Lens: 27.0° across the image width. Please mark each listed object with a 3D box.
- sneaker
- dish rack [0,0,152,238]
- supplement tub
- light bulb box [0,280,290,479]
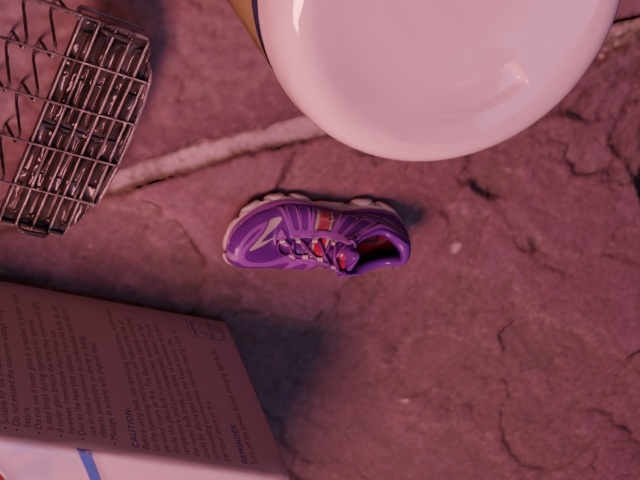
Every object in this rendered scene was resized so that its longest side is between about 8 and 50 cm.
[{"bbox_3d":[0.000,0.000,1.154,0.170,0.071,0.068,-5,121,-16],"label":"sneaker"},{"bbox_3d":[-0.269,-0.116,0.990,0.271,0.074,0.208,16,115,-29],"label":"dish rack"},{"bbox_3d":[0.036,-0.215,0.883,0.228,0.316,0.228,-9,123,-15],"label":"supplement tub"},{"bbox_3d":[-0.275,0.238,1.108,0.361,0.225,0.358,12,116,-27],"label":"light bulb box"}]
